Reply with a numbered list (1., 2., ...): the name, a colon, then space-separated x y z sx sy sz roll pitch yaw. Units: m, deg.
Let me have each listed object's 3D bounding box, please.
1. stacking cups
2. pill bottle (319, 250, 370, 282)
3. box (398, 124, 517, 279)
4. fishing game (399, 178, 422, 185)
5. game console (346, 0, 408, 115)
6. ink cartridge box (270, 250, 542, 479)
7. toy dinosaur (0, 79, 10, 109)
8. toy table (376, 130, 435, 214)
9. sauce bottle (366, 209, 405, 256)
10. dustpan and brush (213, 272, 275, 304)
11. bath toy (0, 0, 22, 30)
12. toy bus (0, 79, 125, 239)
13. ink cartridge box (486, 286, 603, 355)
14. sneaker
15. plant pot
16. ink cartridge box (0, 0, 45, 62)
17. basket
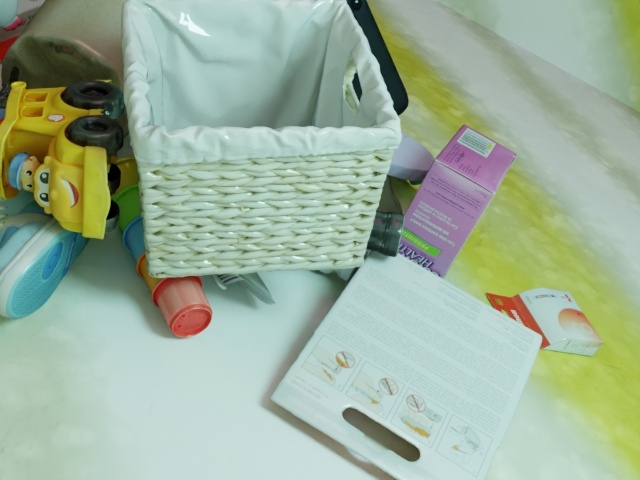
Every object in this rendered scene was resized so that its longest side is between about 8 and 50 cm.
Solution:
1. stacking cups: -0.235 0.007 1.275 0.096 0.096 0.316 -1 42 -38
2. pill bottle: 0.000 0.000 1.458 0.160 0.087 0.087 35 32 14
3. box: 0.227 -0.055 1.555 0.117 0.243 0.213 30 32 8
4. fishing game: 0.157 -0.164 1.792 0.264 0.041 0.189 34 -12 15
5. game console: -0.070 -0.261 1.427 0.342 0.387 0.060 60 -8 -26
6. ink cartridge box: 0.132 0.204 1.282 0.308 0.091 0.385 31 44 7
7. toy dinosaur: -0.495 -0.194 1.216 0.118 0.064 0.268 -9 43 -22
8. toy table: 0.063 -0.141 1.647 0.274 0.160 0.252 30 31 5
9. sauce bottle: -0.041 -0.044 1.370 0.345 0.111 0.111 11 31 2
10. dustpan and brush: -0.163 0.021 1.323 0.147 0.060 0.211 41 10 -41
11. bath toy: -0.618 -0.398 1.435 0.348 0.151 0.129 6 -21 35
12. toy bus: -0.356 -0.112 1.095 0.212 0.149 0.220 3 34 -16
13. ink cartridge box: 0.411 0.140 1.593 0.179 0.045 0.145 13 33 -26
14. sneaker: -0.428 -0.023 1.151 0.208 0.127 0.319 22 24 -5
15. plant pot: -0.369 -0.316 1.485 0.334 0.333 0.305 24 42 -3
16. ink cartridge box: -0.590 -0.428 1.701 0.239 0.060 0.275 27 31 3
17. basket: -0.101 -0.143 1.189 0.332 0.266 0.328 -3 44 -14
